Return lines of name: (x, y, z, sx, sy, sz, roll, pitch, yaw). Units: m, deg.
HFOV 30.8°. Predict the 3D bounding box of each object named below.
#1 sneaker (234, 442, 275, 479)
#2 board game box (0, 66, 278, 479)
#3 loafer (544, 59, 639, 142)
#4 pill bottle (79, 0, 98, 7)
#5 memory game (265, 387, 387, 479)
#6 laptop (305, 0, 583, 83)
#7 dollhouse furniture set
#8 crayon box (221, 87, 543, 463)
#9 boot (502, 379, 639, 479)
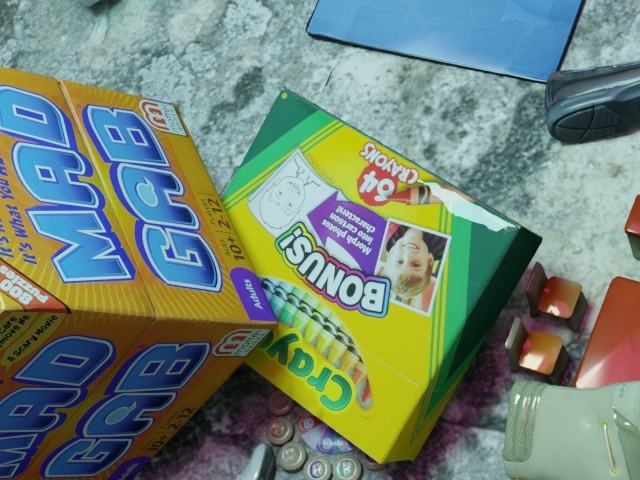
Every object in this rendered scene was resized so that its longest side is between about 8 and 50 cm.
sneaker: (-0.101, 0.315, 1.413, 0.061, 0.054, 0.152, 12, 69, 25)
board game box: (-0.339, 0.055, 1.363, 0.356, 0.356, 0.357, -47, 54, 30)
loafer: (0.433, -0.208, 1.480, 0.302, 0.109, 0.095, -12, 58, 14)
pill bottle: (-0.261, -0.530, 1.790, 0.361, 0.204, 0.204, -34, 60, 0)
memory game: (0.018, 0.216, 1.448, 0.186, 0.012, 0.186, -7, 63, 14)
laptop: (0.196, -0.482, 1.612, 0.381, 0.408, 0.236, 15, 37, 21)
dollhouse furniture set: (0.371, 0.071, 1.340, 0.262, 0.135, 0.259, 16, 70, 23)
crayon box: (0.031, 0.038, 1.410, 0.363, 0.106, 0.313, 33, 97, 28)
boot: (0.308, 0.280, 1.275, 0.203, 0.095, 0.262, -5, 98, 43)
